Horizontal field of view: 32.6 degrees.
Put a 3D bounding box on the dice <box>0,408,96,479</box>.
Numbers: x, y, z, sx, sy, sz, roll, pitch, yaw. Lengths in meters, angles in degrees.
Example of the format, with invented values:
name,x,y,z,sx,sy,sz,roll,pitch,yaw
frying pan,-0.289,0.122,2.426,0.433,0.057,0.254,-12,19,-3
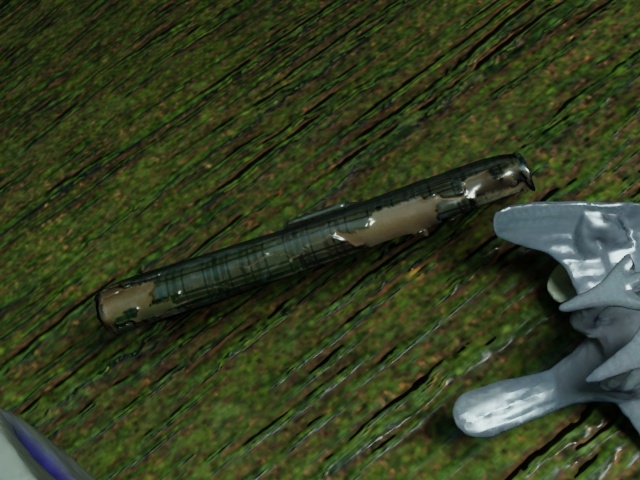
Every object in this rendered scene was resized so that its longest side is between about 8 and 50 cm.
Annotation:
name,x,y,z,sx,sy,sz,roll,pitch,yaw
dice,-0.190,0.270,0.611,0.259,0.251,0.243,-44,48,-13

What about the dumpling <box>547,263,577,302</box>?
name,x,y,z,sx,sy,sz,roll,pitch,yaw
dumpling,0.200,0.020,0.780,0.077,0.043,0.059,-42,30,10

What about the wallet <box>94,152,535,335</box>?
name,x,y,z,sx,sy,sz,roll,pitch,yaw
wallet,0.000,-0.001,0.815,0.317,0.169,0.044,-20,90,8

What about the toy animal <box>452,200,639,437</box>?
name,x,y,z,sx,sy,sz,roll,pitch,yaw
toy animal,0.214,0.071,0.687,0.255,0.176,0.239,-26,64,26
